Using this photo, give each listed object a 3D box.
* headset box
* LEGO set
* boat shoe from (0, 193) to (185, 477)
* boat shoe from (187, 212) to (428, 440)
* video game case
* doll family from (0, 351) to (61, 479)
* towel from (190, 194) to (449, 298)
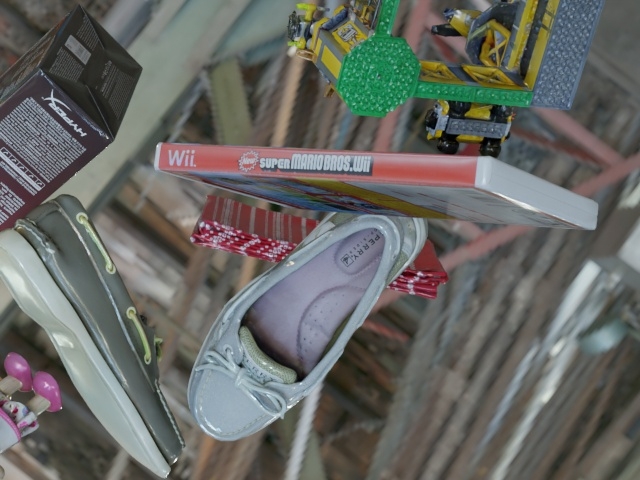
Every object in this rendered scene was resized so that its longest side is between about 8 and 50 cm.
[{"bbox_3d":[-0.348,-0.101,1.484,0.110,0.293,0.218,45,-161,-19],"label":"headset box"},{"bbox_3d":[0.099,-0.248,0.984,0.255,0.331,0.192,-5,-150,-19],"label":"LEGO set"},{"bbox_3d":[-0.202,0.097,1.294,0.109,0.091,0.305,10,134,52],"label":"boat shoe"},{"bbox_3d":[-0.026,0.078,1.261,0.118,0.320,0.103,45,-157,1],"label":"boat shoe"},{"bbox_3d":[0.044,-0.042,1.037,0.285,0.025,0.204,5,175,33],"label":"video game case"},{"bbox_3d":[-0.324,0.132,0.988,0.263,0.163,0.118,30,134,22],"label":"doll family"},{"bbox_3d":[0.000,0.000,1.485,0.274,0.031,0.199,13,-168,-3],"label":"towel"}]
